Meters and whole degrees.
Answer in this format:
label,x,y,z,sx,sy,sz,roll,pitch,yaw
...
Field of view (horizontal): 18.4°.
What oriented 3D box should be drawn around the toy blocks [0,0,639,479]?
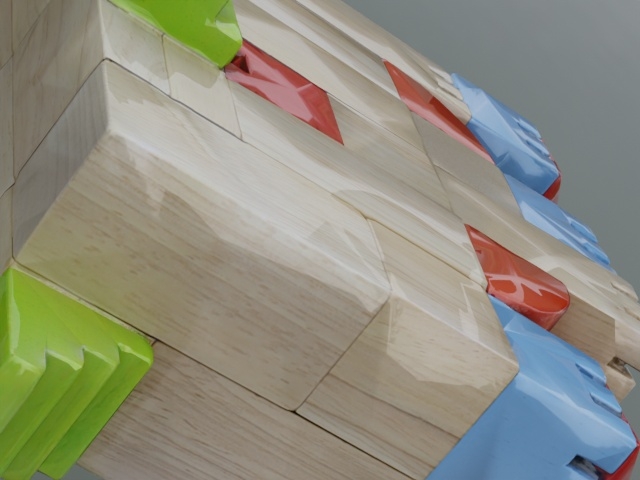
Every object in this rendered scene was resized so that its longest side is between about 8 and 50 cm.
label,x,y,z,sx,sy,sz,roll,pitch,yaw
toy blocks,0.000,0.000,0.705,0.261,0.190,0.381,31,19,-22
